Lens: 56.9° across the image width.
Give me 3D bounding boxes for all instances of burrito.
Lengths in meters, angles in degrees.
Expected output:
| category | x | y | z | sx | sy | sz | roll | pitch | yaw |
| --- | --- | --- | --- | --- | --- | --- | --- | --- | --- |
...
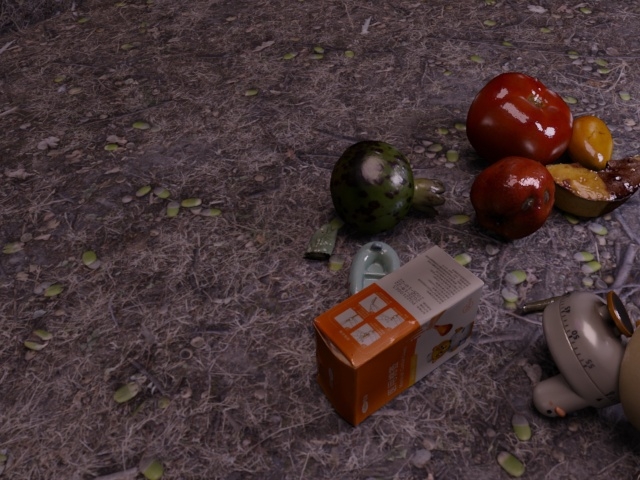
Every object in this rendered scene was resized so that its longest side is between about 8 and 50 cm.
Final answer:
| category | x | y | z | sx | sy | sz | roll | pitch | yaw |
| --- | --- | --- | --- | --- | --- | --- | --- | --- | --- |
| burrito | 0.003 | 0.001 | 1.522 | 0.074 | 0.044 | 0.118 | 8 | 52 | 15 |

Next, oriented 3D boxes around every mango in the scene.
| category | x | y | z | sx | sy | sz | roll | pitch | yaw |
| --- | --- | --- | --- | --- | --- | --- | --- | --- | --- |
| mango | 0.772 | -0.271 | 1.690 | 0.144 | 0.112 | 0.219 | 24 | 44 | -12 |

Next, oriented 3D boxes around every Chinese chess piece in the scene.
| category | x | y | z | sx | sy | sz | roll | pitch | yaw |
| --- | --- | --- | --- | --- | --- | --- | --- | --- | --- |
| Chinese chess piece | 0.660 | 0.252 | 1.078 | 0.250 | 0.251 | 0.097 | -29 | 19 | -23 |

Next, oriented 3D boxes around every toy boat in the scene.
| category | x | y | z | sx | sy | sz | roll | pitch | yaw |
| --- | --- | --- | --- | --- | --- | --- | --- | --- | --- |
| toy boat | 0.132 | 0.083 | 1.419 | 0.134 | 0.079 | 0.208 | 4 | 49 | 9 |

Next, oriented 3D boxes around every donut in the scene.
| category | x | y | z | sx | sy | sz | roll | pitch | yaw |
| --- | --- | --- | --- | --- | --- | --- | --- | --- | --- |
| donut | 0.742 | -0.129 | 1.572 | 0.295 | 0.112 | 0.151 | -8 | 53 | -6 |

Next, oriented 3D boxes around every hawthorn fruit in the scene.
| category | x | y | z | sx | sy | sz | roll | pitch | yaw |
| --- | --- | --- | --- | --- | --- | --- | --- | --- | --- |
| hawthorn fruit | 0.510 | -0.133 | 1.508 | 0.207 | 0.207 | 0.243 | 30 | 64 | 26 |

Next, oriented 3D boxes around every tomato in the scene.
| category | x | y | z | sx | sy | sz | roll | pitch | yaw |
| --- | --- | --- | --- | --- | --- | --- | --- | --- | --- |
| tomato | 0.553 | -0.316 | 1.665 | 0.298 | 0.226 | 0.299 | 14 | 52 | -18 |

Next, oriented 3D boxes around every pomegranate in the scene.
| category | x | y | z | sx | sy | sz | roll | pitch | yaw |
| --- | --- | --- | --- | --- | --- | --- | --- | --- | --- |
| pomegranate | 0.168 | -0.118 | 1.531 | 0.306 | 0.242 | 0.242 | 31 | 49 | -10 |

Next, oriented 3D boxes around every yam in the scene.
| category | x | y | z | sx | sy | sz | roll | pitch | yaw |
| --- | --- | --- | --- | --- | --- | --- | --- | --- | --- |
| yam | 0.526 | 0.146 | 1.377 | 0.129 | 0.027 | 0.033 | -9 | 79 | -8 |

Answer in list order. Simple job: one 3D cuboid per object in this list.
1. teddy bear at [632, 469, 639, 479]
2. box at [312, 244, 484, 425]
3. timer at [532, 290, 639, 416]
| category | x | y | z | sx | sy | sz | roll | pitch | yaw |
| --- | --- | --- | --- | --- | --- | --- | --- | --- | --- |
| teddy bear | 0.781 | 0.488 | 1.005 | 0.362 | 0.375 | 0.327 | -31 | 37 | 32 |
| box | 0.154 | 0.194 | 1.214 | 0.341 | 0.225 | 0.143 | -30 | 51 | -24 |
| timer | 0.530 | 0.229 | 1.197 | 0.240 | 0.233 | 0.233 | -35 | 37 | 33 |
